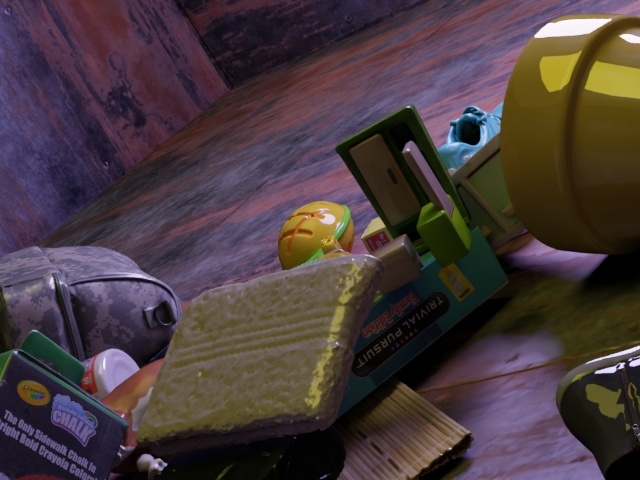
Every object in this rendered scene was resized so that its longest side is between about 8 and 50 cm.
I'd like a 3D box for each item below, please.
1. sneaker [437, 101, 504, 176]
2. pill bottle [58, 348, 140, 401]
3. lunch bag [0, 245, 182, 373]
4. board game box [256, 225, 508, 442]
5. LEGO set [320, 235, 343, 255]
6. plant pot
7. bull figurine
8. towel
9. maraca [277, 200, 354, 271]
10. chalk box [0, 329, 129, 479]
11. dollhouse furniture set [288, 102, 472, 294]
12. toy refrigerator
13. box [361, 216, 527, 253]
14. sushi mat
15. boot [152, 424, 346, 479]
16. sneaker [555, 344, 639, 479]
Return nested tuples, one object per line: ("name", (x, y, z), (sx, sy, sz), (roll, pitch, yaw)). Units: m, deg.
("sneaker", (0.236, -0.143, 2.308), (0.107, 0.110, 0.275), (-23, 15, 31))
("pill bottle", (-0.336, 0.230, 2.236), (0.193, 0.108, 0.108), (-27, 14, 21))
("lunch bag", (-0.356, 0.114, 2.479), (0.256, 0.212, 0.305), (-17, 13, -14))
("board game box", (0.013, 0.118, 1.866), (0.336, 0.079, 0.254), (-36, 10, -31))
("LEGO set", (0.011, 0.055, 2.133), (0.087, 0.093, 0.227), (-29, 14, 9))
("plant pot", (0.352, -0.107, 1.698), (0.239, 0.254, 0.254), (5, 36, 42))
("bull figurine", (-0.209, 0.221, 2.014), (0.310, 0.101, 0.188), (-41, 22, -12))
("towel", (-0.062, 0.119, 1.653), (0.282, 0.049, 0.187), (-14, 48, 44))
("maraca", (-0.008, 0.008, 2.329), (0.127, 0.099, 0.185), (-41, 15, 22))
("chalk box", (-0.354, 0.245, 1.864), (0.179, 0.180, 0.289), (-19, 42, 42))
("dollhouse furniture set", (0.000, 0.000, 1.808), (0.302, 0.151, 0.197), (-29, 8, 13))
("toy refrigerator", (0.193, -0.047, 1.913), (0.094, 0.102, 0.269), (-41, -1, -36))
("box", (0.171, -0.024, 2.082), (0.232, 0.087, 0.058), (-23, 16, 28))
("sushi mat", (0.047, 0.207, 1.673), (0.151, 0.019, 0.316), (-34, 13, -7))
("boot", (-0.106, 0.276, 1.609), (0.207, 0.094, 0.246), (-23, 19, 42))
("sneaker", (0.308, 0.126, 1.316), (0.222, 0.083, 0.118), (-24, 33, 2))
